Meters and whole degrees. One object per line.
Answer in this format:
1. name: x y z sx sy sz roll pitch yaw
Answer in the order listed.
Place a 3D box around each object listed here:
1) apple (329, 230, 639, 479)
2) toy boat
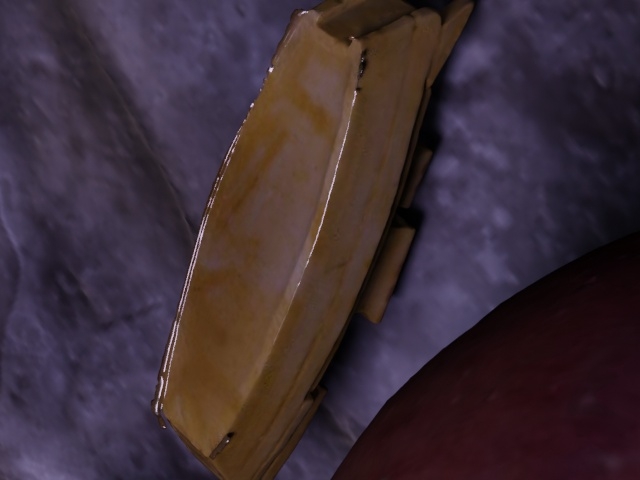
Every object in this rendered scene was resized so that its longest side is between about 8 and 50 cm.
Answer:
1. apple: 0.137 0.142 0.452 0.306 0.305 0.235 47 144 7
2. toy boat: 0.000 0.000 0.606 0.064 0.072 0.206 38 116 33
